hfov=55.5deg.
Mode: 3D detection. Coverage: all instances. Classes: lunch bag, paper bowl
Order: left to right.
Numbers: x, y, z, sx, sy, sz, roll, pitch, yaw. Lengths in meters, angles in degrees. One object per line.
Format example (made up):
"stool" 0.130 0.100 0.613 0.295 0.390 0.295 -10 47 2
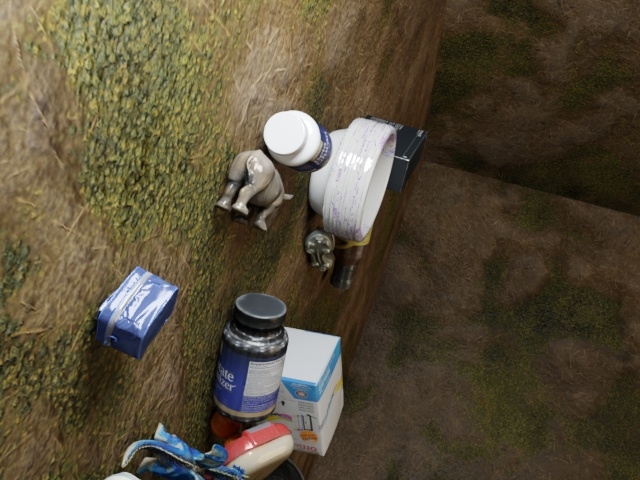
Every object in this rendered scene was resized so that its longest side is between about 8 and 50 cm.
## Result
"lunch bag" -0.217 0.084 0.701 0.098 0.065 0.067 -62 179 -45
"paper bowl" 0.070 -0.147 1.432 0.284 0.148 0.284 16 90 -78

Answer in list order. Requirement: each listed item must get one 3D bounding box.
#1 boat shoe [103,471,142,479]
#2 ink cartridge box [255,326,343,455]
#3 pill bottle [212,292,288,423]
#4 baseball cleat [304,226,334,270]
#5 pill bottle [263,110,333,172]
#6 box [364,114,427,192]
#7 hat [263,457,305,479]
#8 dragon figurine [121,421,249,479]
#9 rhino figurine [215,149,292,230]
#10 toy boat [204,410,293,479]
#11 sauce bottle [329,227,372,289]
"boat shoe" -0.270 0.376 0.846 0.081 0.079 0.227 -68 174 -53
"ink cartridge box" -0.052 0.350 1.418 0.168 0.171 0.232 -59 150 -53
"pill bottle" -0.126 0.214 1.123 0.123 0.123 0.219 -44 148 -65
"baseball cleat" 0.000 0.000 1.550 0.206 0.072 0.109 91 6 -64
"pill bottle" -0.039 -0.171 1.055 0.169 0.094 0.094 0 107 -77
"box" 0.173 -0.244 1.668 0.261 0.185 0.103 -52 155 -57
"hat" -0.145 0.606 1.237 0.134 0.331 0.331 11 98 -35
"dragon figurine" -0.198 0.352 0.944 0.289 0.144 0.085 84 26 -61
"rhino figurine" -0.097 -0.073 0.991 0.243 0.073 0.106 52 58 -76
"toy boat" -0.165 0.396 1.180 0.151 0.151 0.231 -10 149 -41
"sauce bottle" 0.094 -0.019 1.784 0.111 0.112 0.344 -45 149 -65
